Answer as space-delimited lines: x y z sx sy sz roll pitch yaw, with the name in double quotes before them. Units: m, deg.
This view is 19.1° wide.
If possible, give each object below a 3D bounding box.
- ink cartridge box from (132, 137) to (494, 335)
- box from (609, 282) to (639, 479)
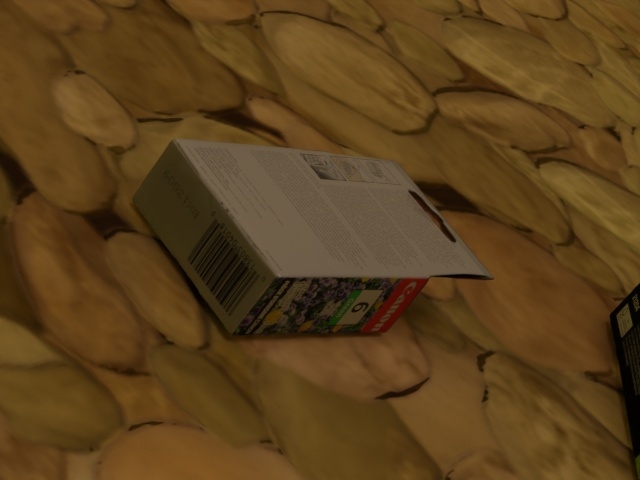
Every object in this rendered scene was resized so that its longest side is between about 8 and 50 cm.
"ink cartridge box" 0.000 0.000 0.622 0.115 0.029 0.063 3 42 -50
"box" 0.164 0.096 0.658 0.114 0.036 0.207 30 27 -15
